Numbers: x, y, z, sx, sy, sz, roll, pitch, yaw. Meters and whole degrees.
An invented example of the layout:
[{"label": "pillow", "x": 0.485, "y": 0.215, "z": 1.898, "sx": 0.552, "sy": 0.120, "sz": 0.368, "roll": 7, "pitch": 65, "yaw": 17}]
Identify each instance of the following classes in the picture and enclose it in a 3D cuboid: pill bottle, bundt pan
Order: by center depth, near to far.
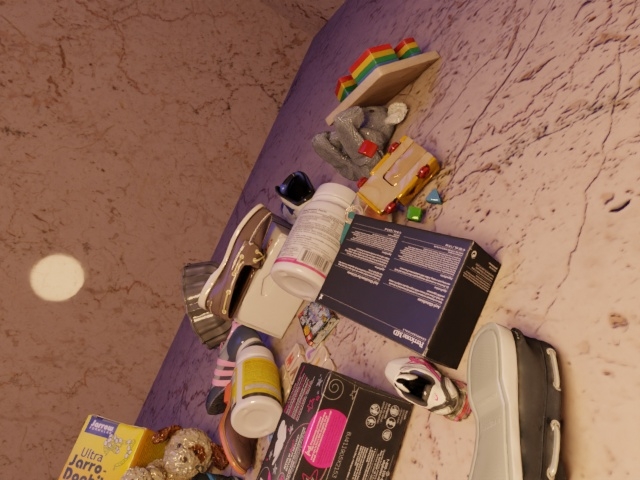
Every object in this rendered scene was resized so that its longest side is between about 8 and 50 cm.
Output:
[{"label": "pill bottle", "x": -0.157, "y": 0.360, "z": 1.131, "sx": 0.119, "sy": 0.119, "sz": 0.208, "roll": -56, "pitch": 21, "yaw": 18}, {"label": "pill bottle", "x": 0.000, "y": 0.000, "z": 1.184, "sx": 0.160, "sy": 0.160, "sz": 0.282, "roll": -29, "pitch": 31, "yaw": 56}, {"label": "bundt pan", "x": -0.377, "y": 0.221, "z": 1.679, "sx": 0.124, "sy": 0.330, "sz": 0.330, "roll": -18, "pitch": 30, "yaw": 3}]

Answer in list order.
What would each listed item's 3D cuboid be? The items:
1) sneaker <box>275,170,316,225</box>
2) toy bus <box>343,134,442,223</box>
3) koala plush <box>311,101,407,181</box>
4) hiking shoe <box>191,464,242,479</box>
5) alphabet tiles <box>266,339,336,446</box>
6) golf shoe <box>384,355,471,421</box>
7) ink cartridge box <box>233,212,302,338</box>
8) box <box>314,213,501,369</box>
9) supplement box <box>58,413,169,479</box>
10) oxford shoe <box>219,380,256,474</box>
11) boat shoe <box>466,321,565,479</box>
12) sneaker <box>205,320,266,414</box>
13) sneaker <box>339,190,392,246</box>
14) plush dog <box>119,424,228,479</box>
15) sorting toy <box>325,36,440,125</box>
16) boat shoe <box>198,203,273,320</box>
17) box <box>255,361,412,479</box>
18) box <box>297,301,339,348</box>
[{"label": "sneaker", "x": -0.061, "y": -0.134, "z": 1.440, "sx": 0.128, "sy": 0.182, "sz": 0.315, "roll": -36, "pitch": 23, "yaw": -9}, {"label": "toy bus", "x": 0.164, "y": -0.121, "z": 1.006, "sx": 0.202, "sy": 0.104, "sz": 0.190, "roll": -3, "pitch": 78, "yaw": 22}, {"label": "koala plush", "x": 0.131, "y": -0.290, "z": 1.283, "sx": 0.221, "sy": 0.203, "sz": 0.196, "roll": -49, "pitch": 12, "yaw": -29}, {"label": "hiking shoe", "x": -0.278, "y": 0.690, "z": 1.052, "sx": 0.113, "sy": 0.132, "sz": 0.303, "roll": -40, "pitch": 30, "yaw": 45}, {"label": "alphabet tiles", "x": -0.059, "y": 0.367, "z": 1.091, "sx": 0.277, "sy": 0.021, "sz": 0.284, "roll": -59, "pitch": 21, "yaw": 10}, {"label": "golf shoe", "x": 0.144, "y": 0.212, "z": 0.711, "sx": 0.186, "sy": 0.086, "sz": 0.067, "roll": -2, "pitch": 64, "yaw": 68}, {"label": "ink cartridge box", "x": -0.163, "y": 0.086, "z": 1.469, "sx": 0.285, "sy": 0.166, "sz": 0.395, "roll": -61, "pitch": 21, "yaw": 6}, {"label": "box", "x": 0.135, "y": 0.074, "z": 0.780, "sx": 0.261, "sy": 0.103, "sz": 0.184, "roll": 19, "pitch": 79, "yaw": 51}, {"label": "supplement box", "x": -0.566, "y": 0.678, "z": 1.403, "sx": 0.356, "sy": 0.194, "sz": 0.195, "roll": 72, "pitch": -151, "yaw": -56}, {"label": "oxford shoe", "x": -0.191, "y": 0.455, "z": 1.186, "sx": 0.099, "sy": 0.097, "sz": 0.271, "roll": -31, "pitch": 35, "yaw": 11}, {"label": "boat shoe", "x": 0.217, "y": 0.237, "z": 0.498, "sx": 0.114, "sy": 0.091, "sz": 0.302, "roll": 114, "pitch": 171, "yaw": -63}, {"label": "sneaker", "x": -0.264, "y": 0.375, "z": 1.370, "sx": 0.131, "sy": 0.112, "sz": 0.318, "roll": 49, "pitch": 118, "yaw": 40}, {"label": "sneaker", "x": 0.103, "y": 0.024, "z": 1.034, "sx": 0.121, "sy": 0.108, "sz": 0.302, "roll": 117, "pitch": 164, "yaw": -48}, {"label": "plush dog", "x": -0.382, "y": 0.636, "z": 1.279, "sx": 0.210, "sy": 0.263, "sz": 0.225, "roll": 110, "pitch": -177, "yaw": -66}, {"label": "sorting toy", "x": 0.154, "y": -0.451, "z": 1.294, "sx": 0.257, "sy": 0.089, "sz": 0.255, "roll": -30, "pitch": 0, "yaw": -35}, {"label": "boat shoe", "x": -0.205, "y": 0.058, "z": 1.245, "sx": 0.324, "sy": 0.097, "sz": 0.116, "roll": -61, "pitch": -18, "yaw": -5}, {"label": "box", "x": 0.015, "y": 0.344, "z": 0.744, "sx": 0.142, "sy": 0.164, "sz": 0.247, "roll": -17, "pitch": 49, "yaw": 67}, {"label": "box", "x": -0.008, "y": 0.194, "z": 1.153, "sx": 0.094, "sy": 0.027, "sz": 0.137, "roll": -50, "pitch": 22, "yaw": 7}]
